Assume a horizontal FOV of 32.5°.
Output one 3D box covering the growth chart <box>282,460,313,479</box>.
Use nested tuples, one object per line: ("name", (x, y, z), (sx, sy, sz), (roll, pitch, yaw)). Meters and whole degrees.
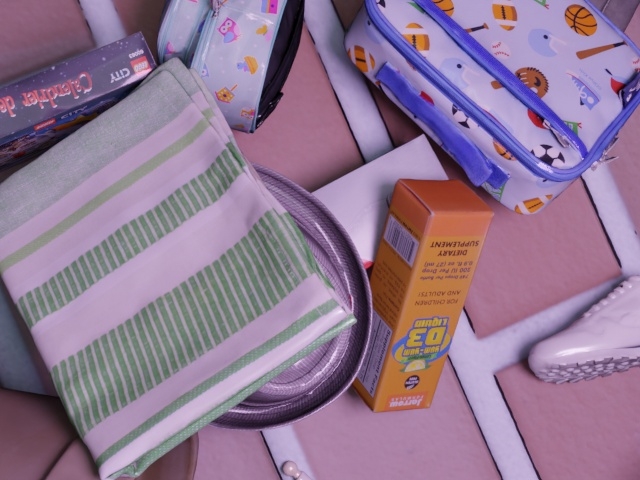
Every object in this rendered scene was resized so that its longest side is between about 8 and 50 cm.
("growth chart", (-0.056, 0.340, 1.108), (0.172, 0.021, 0.237), (45, 66, -1))

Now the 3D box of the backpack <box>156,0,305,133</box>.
("backpack", (-0.089, -0.207, 1.103), (0.144, 0.166, 0.188), (9, 80, -7))

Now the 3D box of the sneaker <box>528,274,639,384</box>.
("sneaker", (0.329, 0.092, 1.197), (0.235, 0.090, 0.095), (-12, 74, -14))

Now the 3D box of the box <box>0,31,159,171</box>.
("box", (-0.273, -0.121, 1.067), (0.233, 0.159, 0.044), (-25, 89, -11))

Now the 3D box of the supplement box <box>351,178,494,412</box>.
("supplement box", (0.094, 0.057, 1.093), (0.078, 0.080, 0.233), (-2, 122, -28))

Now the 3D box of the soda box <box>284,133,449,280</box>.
("soda box", (0.000, 0.000, 1.136), (0.286, 0.091, 0.098), (-28, 90, -11))

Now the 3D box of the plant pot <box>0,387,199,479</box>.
("plant pot", (-0.303, 0.255, 0.976), (0.280, 0.323, 0.323), (23, 81, 9))

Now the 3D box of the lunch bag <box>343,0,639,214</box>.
("lunch bag", (0.186, -0.181, 1.137), (0.303, 0.115, 0.243), (43, 57, 5))

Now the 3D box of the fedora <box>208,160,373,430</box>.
("fedora", (-0.073, 0.048, 1.010), (0.244, 0.124, 0.275), (-40, 92, -10))

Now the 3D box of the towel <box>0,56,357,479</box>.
("towel", (-0.146, 0.013, 0.927), (0.248, 0.038, 0.325), (-36, 58, 1))

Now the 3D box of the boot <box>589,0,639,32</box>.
("boot", (0.369, -0.303, 1.235), (0.189, 0.076, 0.208), (27, 75, 7))
